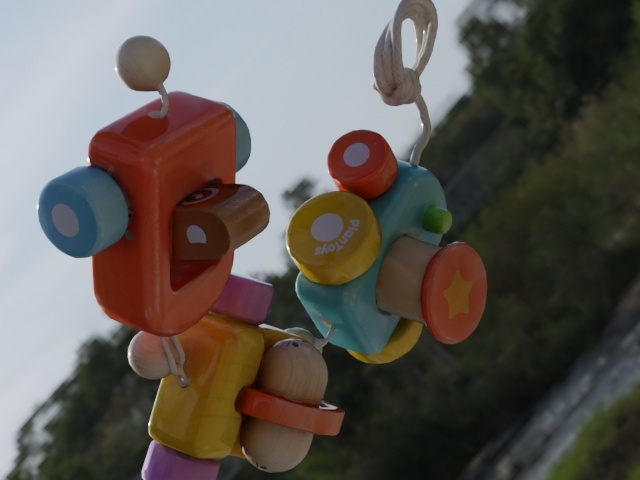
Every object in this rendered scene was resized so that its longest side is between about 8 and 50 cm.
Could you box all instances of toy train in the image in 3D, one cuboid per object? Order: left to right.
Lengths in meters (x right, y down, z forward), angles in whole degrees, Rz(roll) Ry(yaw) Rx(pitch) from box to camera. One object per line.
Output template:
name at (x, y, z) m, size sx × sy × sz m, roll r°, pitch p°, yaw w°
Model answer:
toy train at (0.000, 0.000, 0.445) m, size 0.166 × 0.046 × 0.125 m, roll -30°, pitch -49°, yaw -51°
